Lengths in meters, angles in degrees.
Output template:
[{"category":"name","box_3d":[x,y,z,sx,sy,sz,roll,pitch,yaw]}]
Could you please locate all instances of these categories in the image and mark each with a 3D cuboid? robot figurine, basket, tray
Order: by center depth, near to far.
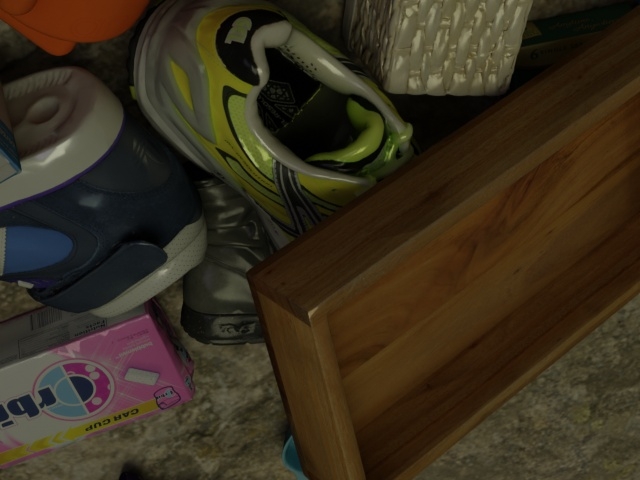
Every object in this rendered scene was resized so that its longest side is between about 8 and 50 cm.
[{"category":"robot figurine","box_3d":[-0.147,-0.217,0.858,0.158,0.128,0.219,-11,157,-37]},{"category":"basket","box_3d":[0.091,-0.196,0.971,0.113,0.103,0.167,-1,125,-15]},{"category":"tray","box_3d":[0.141,0.004,0.991,0.411,0.076,0.203,-35,133,-26]}]

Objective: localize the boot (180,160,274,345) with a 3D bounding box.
[{"category":"boot","box_3d":[0.000,0.000,1.111,0.246,0.083,0.161,-3,116,-18]}]

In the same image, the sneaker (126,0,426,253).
[{"category":"sneaker","box_3d":[0.023,-0.036,1.000,0.384,0.147,0.145,37,78,-30]}]

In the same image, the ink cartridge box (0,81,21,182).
[{"category":"ink cartridge box","box_3d":[-0.275,-0.099,0.906,0.104,0.181,0.061,-28,141,7]}]

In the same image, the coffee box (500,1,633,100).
[{"category":"coffee box","box_3d":[0.208,-0.100,1.110,0.113,0.040,0.184,-11,127,-7]}]

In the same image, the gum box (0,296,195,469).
[{"category":"gum box","box_3d":[-0.209,0.110,1.141,0.188,0.062,0.107,-20,128,1]}]

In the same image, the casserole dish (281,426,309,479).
[{"category":"casserole dish","box_3d":[0.039,0.161,1.261,0.114,0.037,0.188,24,115,-28]}]

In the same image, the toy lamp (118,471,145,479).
[{"category":"toy lamp","box_3d":[-0.060,0.271,1.290,0.274,0.080,0.080,8,123,-17]}]

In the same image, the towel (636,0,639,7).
[{"category":"towel","box_3d":[0.295,-0.162,1.096,0.067,0.029,0.119,-15,128,-2]}]

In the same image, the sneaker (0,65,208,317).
[{"category":"sneaker","box_3d":[-0.246,0.007,1.017,0.323,0.130,0.236,-17,140,13]}]
